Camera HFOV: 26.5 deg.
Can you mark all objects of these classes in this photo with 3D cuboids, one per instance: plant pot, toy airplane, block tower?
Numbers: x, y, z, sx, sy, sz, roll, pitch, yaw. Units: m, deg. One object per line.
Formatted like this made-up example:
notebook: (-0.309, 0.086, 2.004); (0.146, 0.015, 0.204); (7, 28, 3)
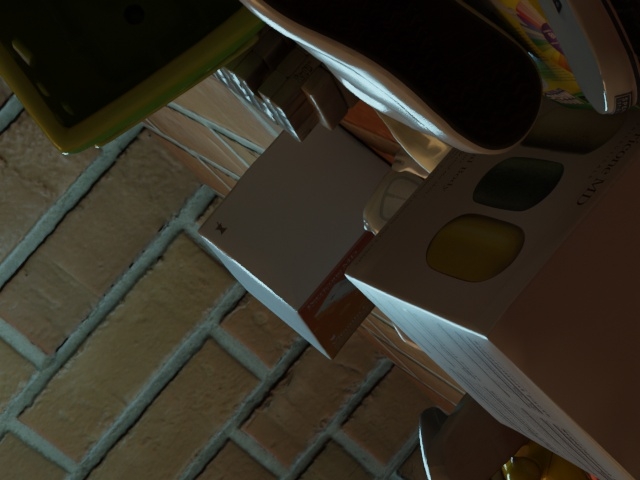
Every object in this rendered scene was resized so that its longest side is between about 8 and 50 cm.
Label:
plant pot: (-0.189, -0.221, 1.241); (0.228, 0.227, 0.207); (56, 180, 1)
toy airplane: (0.224, 0.209, 1.562); (0.386, 0.272, 0.384); (21, -153, -29)
block tower: (-0.111, -0.233, 1.410); (0.335, 0.091, 0.097); (37, 172, 22)

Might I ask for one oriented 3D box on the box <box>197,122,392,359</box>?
box: (0.000, 0.000, 1.792); (0.168, 0.215, 0.345); (39, 174, 15)

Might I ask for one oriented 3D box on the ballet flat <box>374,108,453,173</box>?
ballet flat: (0.080, -0.127, 1.105); (0.248, 0.086, 0.086); (41, 174, 6)

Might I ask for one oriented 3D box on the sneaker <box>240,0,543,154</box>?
sneaker: (0.002, -0.155, 0.833); (0.290, 0.106, 0.123); (43, 172, -22)

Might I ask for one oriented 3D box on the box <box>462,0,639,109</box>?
box: (0.124, -0.148, 0.830); (0.179, 0.043, 0.105); (45, 173, -17)

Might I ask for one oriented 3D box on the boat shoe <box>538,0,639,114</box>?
boat shoe: (0.136, -0.155, 0.651); (0.065, 0.083, 0.183); (90, 157, -81)

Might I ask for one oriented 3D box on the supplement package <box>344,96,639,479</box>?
supplement package: (0.187, 0.032, 0.970); (0.198, 0.199, 0.263); (43, 173, -18)

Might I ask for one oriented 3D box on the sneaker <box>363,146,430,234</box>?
sneaker: (0.165, 0.023, 1.429); (0.292, 0.118, 0.110); (41, 172, -15)
